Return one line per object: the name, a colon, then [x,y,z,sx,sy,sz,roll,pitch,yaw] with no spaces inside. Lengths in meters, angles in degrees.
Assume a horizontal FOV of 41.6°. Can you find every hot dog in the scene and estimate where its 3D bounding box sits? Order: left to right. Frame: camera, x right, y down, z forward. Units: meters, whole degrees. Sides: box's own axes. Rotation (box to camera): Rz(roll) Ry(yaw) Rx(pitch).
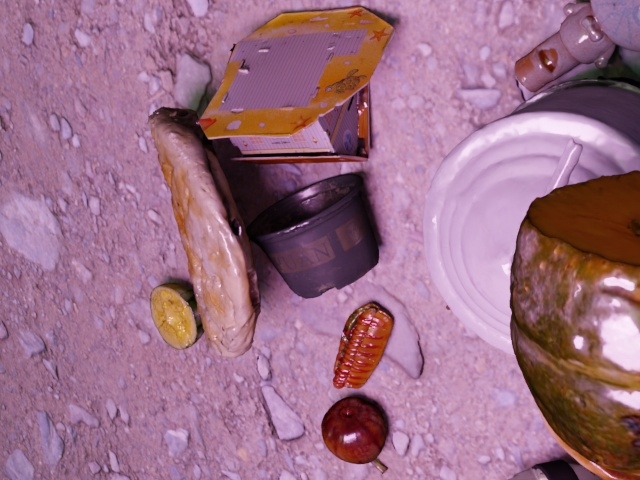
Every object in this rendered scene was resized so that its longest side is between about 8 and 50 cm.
hot dog: [0.050,0.143,1.106,0.062,0.038,0.144,36,125,21]

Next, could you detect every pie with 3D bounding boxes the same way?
pie: [-0.145,-0.016,1.052,0.339,0.077,0.339,163,90,-78]

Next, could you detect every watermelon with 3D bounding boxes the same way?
watermelon: [-0.209,0.108,1.275,0.105,0.062,0.105,22,125,36]

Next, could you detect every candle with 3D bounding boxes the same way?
candle: [0.214,-0.020,0.730,0.221,0.342,0.221,11,111,29]

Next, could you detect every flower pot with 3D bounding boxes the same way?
flower pot: [0.000,0.000,1.026,0.157,0.157,0.107,-14,109,40]

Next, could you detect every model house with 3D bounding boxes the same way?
model house: [-0.005,-0.155,0.996,0.219,0.207,0.136,1,144,27]

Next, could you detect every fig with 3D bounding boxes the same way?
fig: [0.053,0.273,1.137,0.089,0.089,0.125,9,135,35]

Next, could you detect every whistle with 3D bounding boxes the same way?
whistle: [0.277,-0.209,0.793,0.220,0.057,0.107,-34,85,44]

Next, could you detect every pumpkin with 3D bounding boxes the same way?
pumpkin: [0.252,0.038,0.496,0.280,0.190,0.139,-5,107,-5]

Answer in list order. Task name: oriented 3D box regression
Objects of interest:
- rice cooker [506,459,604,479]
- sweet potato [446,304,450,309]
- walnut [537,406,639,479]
rice cooker: [0.279,0.362,0.906,0.226,0.226,0.244,-5,106,38]
sweet potato: [0.171,0.040,0.985,0.026,0.026,0.115,28,127,26]
walnut: [0.327,0.166,0.873,0.211,0.087,0.167,44,121,13]
